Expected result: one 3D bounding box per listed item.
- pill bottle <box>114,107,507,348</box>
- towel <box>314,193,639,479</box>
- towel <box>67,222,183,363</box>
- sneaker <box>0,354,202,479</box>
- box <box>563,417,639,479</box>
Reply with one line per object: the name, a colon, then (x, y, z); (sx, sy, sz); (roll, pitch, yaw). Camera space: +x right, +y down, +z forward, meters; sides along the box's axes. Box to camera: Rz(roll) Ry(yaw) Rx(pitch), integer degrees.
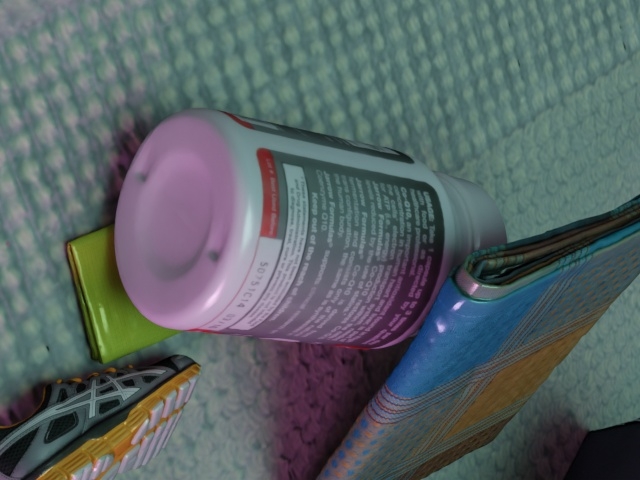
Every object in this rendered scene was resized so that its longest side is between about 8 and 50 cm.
pill bottle: (0.000, 0.000, 1.194); (0.283, 0.161, 0.161); (10, 89, -41)
towel: (0.128, 0.104, 1.273); (0.271, 0.370, 0.040); (-20, 63, -39)
towel: (-0.093, 0.010, 1.236); (0.237, 0.021, 0.102); (-24, 107, -37)
sneaker: (-0.165, 0.131, 1.146); (0.215, 0.083, 0.084); (-31, 151, -53)
box: (0.391, 0.482, 1.423); (0.471, 0.297, 0.480); (36, 69, -9)
